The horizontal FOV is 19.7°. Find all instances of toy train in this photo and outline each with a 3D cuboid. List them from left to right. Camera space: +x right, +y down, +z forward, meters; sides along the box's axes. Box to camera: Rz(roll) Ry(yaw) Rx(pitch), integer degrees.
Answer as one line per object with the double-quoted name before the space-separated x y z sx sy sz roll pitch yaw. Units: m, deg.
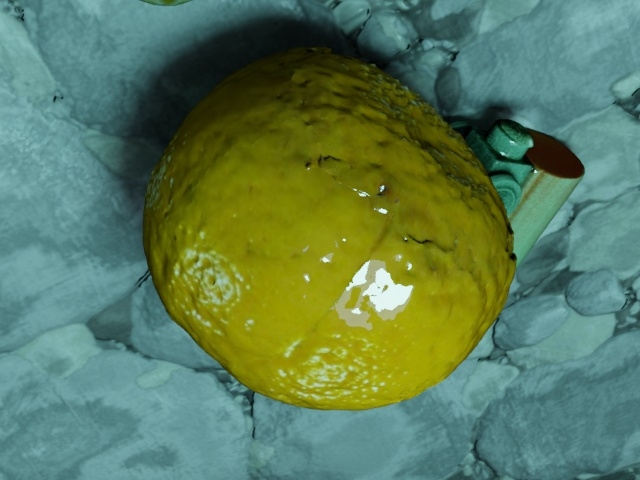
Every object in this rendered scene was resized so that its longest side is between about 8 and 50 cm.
"toy train" 0.151 -0.003 1.887 0.177 0.116 0.285 7 126 -40

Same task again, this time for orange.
"orange" 0.000 0.000 1.671 0.341 0.340 0.293 30 114 -36

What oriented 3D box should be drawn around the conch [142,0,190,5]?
"conch" -0.133 -0.258 1.566 0.173 0.106 0.116 -16 112 -31
